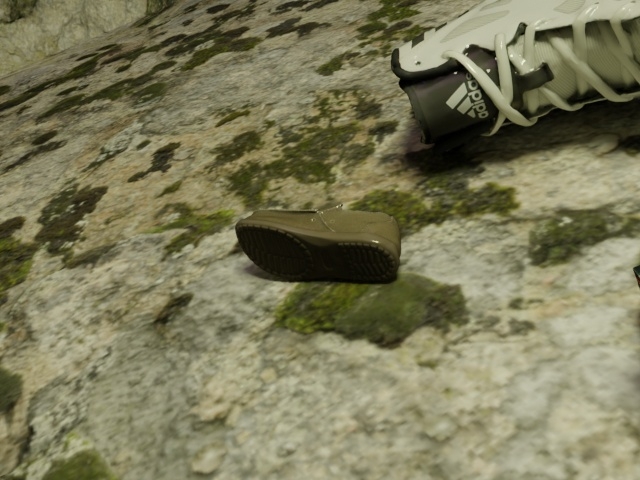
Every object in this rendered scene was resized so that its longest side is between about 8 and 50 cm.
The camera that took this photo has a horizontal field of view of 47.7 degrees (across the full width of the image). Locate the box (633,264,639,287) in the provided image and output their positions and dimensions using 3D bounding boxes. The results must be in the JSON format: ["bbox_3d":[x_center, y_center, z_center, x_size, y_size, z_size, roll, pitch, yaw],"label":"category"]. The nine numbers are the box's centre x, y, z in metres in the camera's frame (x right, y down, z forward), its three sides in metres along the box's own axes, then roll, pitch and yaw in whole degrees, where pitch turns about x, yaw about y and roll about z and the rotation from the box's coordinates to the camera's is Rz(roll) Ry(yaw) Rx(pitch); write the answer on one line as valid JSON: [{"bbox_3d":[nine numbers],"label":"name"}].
[{"bbox_3d":[0.225,0.020,0.320,0.137,0.027,0.094,-26,31,14],"label":"box"}]

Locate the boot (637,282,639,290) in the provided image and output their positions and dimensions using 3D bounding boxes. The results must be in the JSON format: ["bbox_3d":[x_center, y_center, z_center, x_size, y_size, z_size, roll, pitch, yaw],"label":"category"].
[{"bbox_3d":[0.265,0.033,0.363,0.190,0.069,0.086,-14,36,27],"label":"boot"}]

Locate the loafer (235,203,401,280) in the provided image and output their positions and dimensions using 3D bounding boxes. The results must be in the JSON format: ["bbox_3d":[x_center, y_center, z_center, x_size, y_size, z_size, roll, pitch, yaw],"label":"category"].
[{"bbox_3d":[0.000,0.000,0.583,0.148,0.056,0.050,10,39,26],"label":"loafer"}]

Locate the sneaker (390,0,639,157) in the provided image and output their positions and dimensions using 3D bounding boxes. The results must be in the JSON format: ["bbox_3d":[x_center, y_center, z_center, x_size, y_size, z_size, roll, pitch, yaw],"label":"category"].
[{"bbox_3d":[0.221,-0.132,0.597,0.257,0.169,0.447,-34,23,-6],"label":"sneaker"}]
